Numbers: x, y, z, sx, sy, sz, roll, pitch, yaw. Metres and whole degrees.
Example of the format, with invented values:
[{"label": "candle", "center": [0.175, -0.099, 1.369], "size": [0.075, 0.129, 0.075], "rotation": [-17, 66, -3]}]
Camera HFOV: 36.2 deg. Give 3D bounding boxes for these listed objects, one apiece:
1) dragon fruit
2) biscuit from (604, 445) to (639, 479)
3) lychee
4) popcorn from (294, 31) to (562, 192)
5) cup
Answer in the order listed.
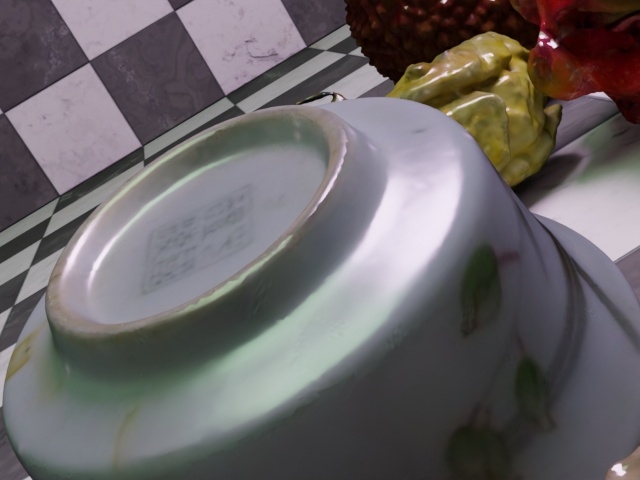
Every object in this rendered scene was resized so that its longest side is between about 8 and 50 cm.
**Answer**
[{"label": "dragon fruit", "center": [0.273, -0.204, 0.742], "size": [0.243, 0.227, 0.307], "rotation": [-42, 21, -19]}, {"label": "biscuit", "center": [0.083, 0.150, 0.326], "size": [0.378, 0.054, 0.094], "rotation": [-36, 17, -16]}, {"label": "lychee", "center": [0.157, -0.281, 1.084], "size": [0.275, 0.276, 0.304], "rotation": [-17, 13, 39]}, {"label": "popcorn", "center": [0.102, -0.097, 0.850], "size": [0.195, 0.173, 0.168], "rotation": [-24, 30, 39]}, {"label": "cup", "center": [-0.024, 0.044, 0.506], "size": [0.347, 0.163, 0.347], "rotation": [-22, 32, 15]}]
